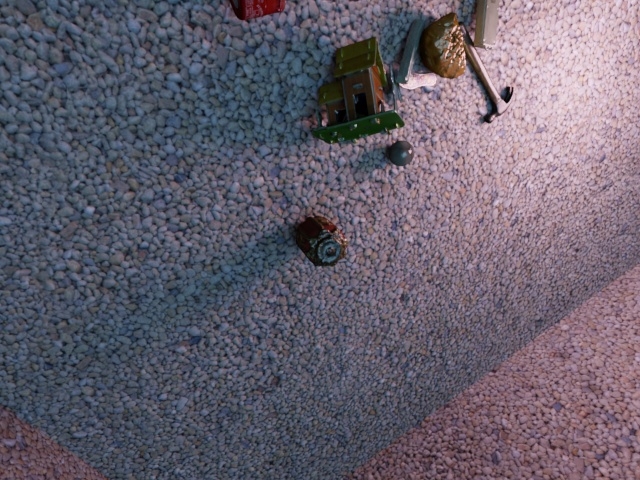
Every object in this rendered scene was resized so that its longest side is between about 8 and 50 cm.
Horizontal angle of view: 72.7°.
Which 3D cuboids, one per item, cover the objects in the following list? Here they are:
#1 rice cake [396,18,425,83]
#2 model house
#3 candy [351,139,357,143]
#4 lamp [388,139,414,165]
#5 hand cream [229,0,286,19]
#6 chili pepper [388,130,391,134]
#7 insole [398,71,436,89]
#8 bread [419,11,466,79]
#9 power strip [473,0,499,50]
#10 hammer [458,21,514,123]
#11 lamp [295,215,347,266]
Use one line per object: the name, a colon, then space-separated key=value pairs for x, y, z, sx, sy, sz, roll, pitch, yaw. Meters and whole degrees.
rice cake: x=0.332 y=-0.694 z=1.603 sx=0.042 sy=0.045 sz=0.245 roll=18 pitch=87 yaw=-63
model house: x=0.140 y=-0.536 z=1.593 sx=0.301 sy=0.340 sz=0.323 roll=-8 pitch=88 yaw=21
candy: x=0.116 y=-0.411 z=1.690 sx=0.083 sy=0.023 sz=0.025 roll=51 pitch=54 yaw=-25
lamp: x=0.326 y=-0.351 z=1.753 sx=0.105 sy=0.105 sz=0.105 roll=-8 pitch=115 yaw=-19
hand cream: x=-0.204 y=-0.781 z=1.285 sx=0.150 sy=0.230 sz=0.230 roll=-22 pitch=118 yaw=-11
chili pepper: x=0.275 y=-0.463 z=1.733 sx=0.031 sy=0.017 sz=0.083 roll=-3 pitch=113 yaw=-22
insole: x=0.378 y=-0.624 z=1.692 sx=0.197 sy=0.004 sz=0.065 roll=-13 pitch=110 yaw=-28
bread: x=0.450 y=-0.715 z=1.633 sx=0.140 sy=0.143 sz=0.228 roll=-22 pitch=116 yaw=0
power strip: x=0.638 y=-0.865 z=1.659 sx=0.078 sy=0.052 sz=0.271 roll=-5 pitch=104 yaw=-26
hammer: x=0.655 y=-0.690 z=1.772 sx=0.168 sy=0.044 sz=0.440 roll=-45 pitch=121 yaw=2
lamp: x=0.000 y=0.000 z=1.675 sx=0.177 sy=0.274 sz=0.176 roll=-4 pitch=105 yaw=-14
